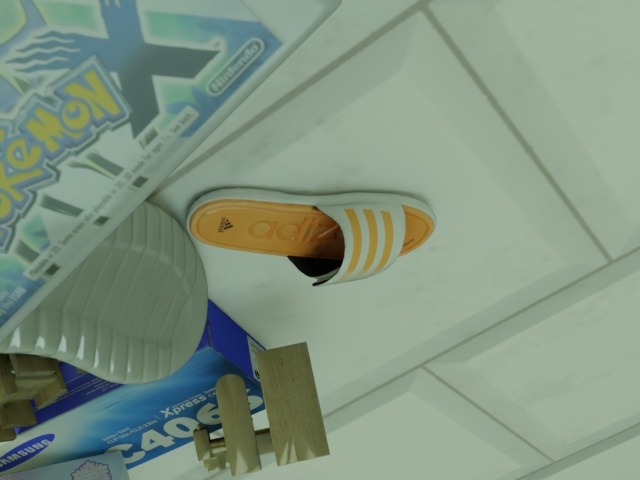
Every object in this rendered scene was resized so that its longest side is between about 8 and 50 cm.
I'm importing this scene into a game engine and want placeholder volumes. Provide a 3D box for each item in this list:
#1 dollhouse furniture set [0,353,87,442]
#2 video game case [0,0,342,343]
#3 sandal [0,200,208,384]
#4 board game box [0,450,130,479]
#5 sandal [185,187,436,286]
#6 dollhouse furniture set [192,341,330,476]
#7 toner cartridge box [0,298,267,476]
[{"bbox_3d":[-0.356,0.091,0.816,0.212,0.161,0.242,-36,157,23],"label":"dollhouse furniture set"},{"bbox_3d":[-0.201,-0.117,0.440,0.329,0.036,0.300,-42,124,12],"label":"video game case"},{"bbox_3d":[-0.234,0.028,0.716,0.102,0.169,0.416,10,172,26],"label":"sandal"},{"bbox_3d":[-0.407,0.395,1.008,0.318,0.065,0.318,-6,139,-26],"label":"board game box"},{"bbox_3d":[-0.004,0.007,0.838,0.265,0.076,0.102,2,137,-19],"label":"sandal"},{"bbox_3d":[-0.078,0.191,0.950,0.144,0.123,0.151,-11,175,-5],"label":"dollhouse furniture set"},{"bbox_3d":[-0.240,0.201,0.988,0.348,0.075,0.165,-26,138,12],"label":"toner cartridge box"}]
